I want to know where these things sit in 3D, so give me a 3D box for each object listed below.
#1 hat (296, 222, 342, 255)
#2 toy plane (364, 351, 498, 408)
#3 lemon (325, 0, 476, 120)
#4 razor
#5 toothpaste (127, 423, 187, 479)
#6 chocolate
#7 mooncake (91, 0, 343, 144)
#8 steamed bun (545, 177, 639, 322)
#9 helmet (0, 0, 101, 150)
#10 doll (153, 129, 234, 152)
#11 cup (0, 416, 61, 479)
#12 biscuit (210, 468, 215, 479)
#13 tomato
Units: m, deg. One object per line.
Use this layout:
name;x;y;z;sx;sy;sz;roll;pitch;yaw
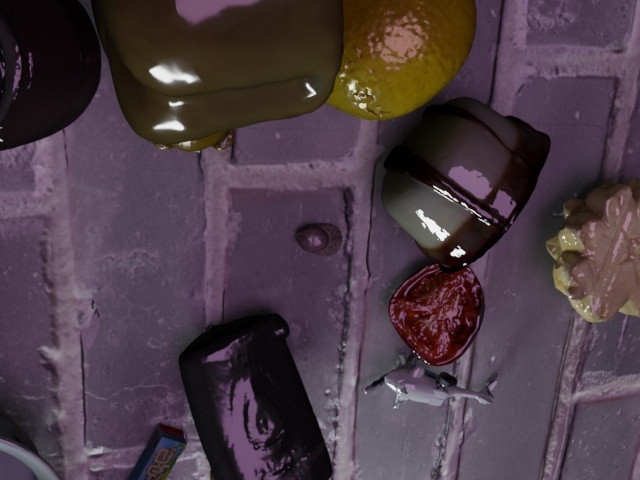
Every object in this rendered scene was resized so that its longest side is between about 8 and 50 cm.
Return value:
hat;0.003;0.001;1.336;0.087;0.042;0.058;21;104;-26
toy plane;0.226;0.287;1.504;0.182;0.107;0.273;-46;123;8
lemon;0.088;-0.297;1.127;0.267;0.267;0.268;-7;114;-17
razor;-0.109;0.300;1.361;0.204;0.113;0.349;-21;102;-18
toothpaste;-0.295;0.420;1.401;0.070;0.044;0.193;25;101;-26
chocolate;0.208;-0.109;1.266;0.186;0.283;0.284;35;97;-7
mooncake;-0.146;-0.350;0.904;0.262;0.467;0.467;-13;115;-12
steamed bun;0.547;0.013;1.491;0.295;0.137;0.292;-39;118;-8
helmet;-0.398;-0.232;0.998;0.177;0.305;0.225;-21;115;-44
doll;-0.175;-0.228;1.149;0.137;0.097;0.210;1;106;-17
cup;-0.569;0.397;1.225;0.347;0.163;0.347;-7;113;-18
biscuit;-0.144;0.400;1.458;0.124;0.026;0.175;-11;114;-17
tomato;0.216;0.124;1.433;0.174;0.082;0.166;-41;87;2
